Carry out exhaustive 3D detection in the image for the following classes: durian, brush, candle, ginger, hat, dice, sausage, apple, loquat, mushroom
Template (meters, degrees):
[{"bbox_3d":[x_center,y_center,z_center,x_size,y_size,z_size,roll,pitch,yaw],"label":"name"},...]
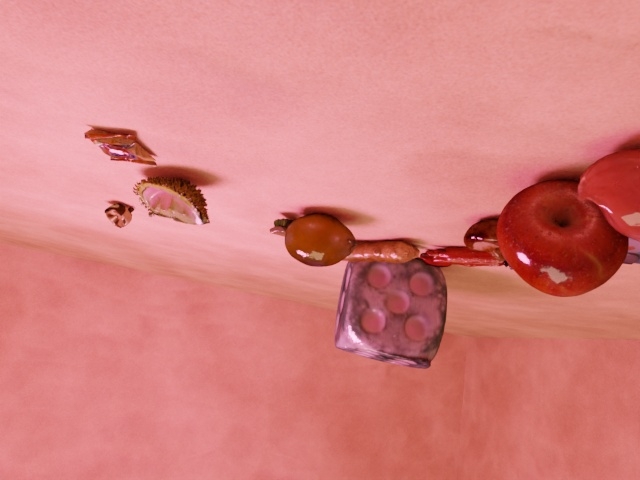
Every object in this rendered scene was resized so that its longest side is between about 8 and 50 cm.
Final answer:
[{"bbox_3d":[-0.358,-0.108,1.083,0.220,0.095,0.137,5,129,26],"label":"durian"},{"bbox_3d":[-0.051,-0.019,1.317,0.054,0.048,0.282,4,172,30],"label":"brush"},{"bbox_3d":[0.422,0.050,1.243,0.301,0.059,0.084,1,175,36],"label":"candle"},{"bbox_3d":[0.144,0.033,1.334,0.298,0.065,0.118,1,173,25],"label":"ginger"},{"bbox_3d":[-0.634,-0.085,1.407,0.077,0.059,0.076,-13,121,34],"label":"hat"},{"bbox_3d":[0.232,0.246,1.539,0.330,0.348,0.328,9,164,-1],"label":"dice"},{"bbox_3d":[0.508,-0.054,0.636,0.254,0.148,0.148,12,165,-14],"label":"sausage"},{"bbox_3d":[0.412,-0.001,0.769,0.201,0.201,0.162,4,154,21],"label":"apple"},{"bbox_3d":[0.000,0.000,1.161,0.195,0.152,0.152,14,167,16],"label":"loquat"},{"bbox_3d":[0.389,-0.002,1.009,0.127,0.087,0.127,5,165,1],"label":"mushroom"}]

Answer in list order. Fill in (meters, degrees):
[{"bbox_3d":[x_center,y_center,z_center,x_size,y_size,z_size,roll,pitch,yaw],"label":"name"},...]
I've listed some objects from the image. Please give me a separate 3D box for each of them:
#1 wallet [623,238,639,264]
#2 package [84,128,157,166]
[{"bbox_3d":[0.603,-0.009,0.872,0.250,0.075,0.176,5,161,19],"label":"wallet"},{"bbox_3d":[-0.412,-0.190,0.920,0.108,0.031,0.121,9,166,4],"label":"package"}]
